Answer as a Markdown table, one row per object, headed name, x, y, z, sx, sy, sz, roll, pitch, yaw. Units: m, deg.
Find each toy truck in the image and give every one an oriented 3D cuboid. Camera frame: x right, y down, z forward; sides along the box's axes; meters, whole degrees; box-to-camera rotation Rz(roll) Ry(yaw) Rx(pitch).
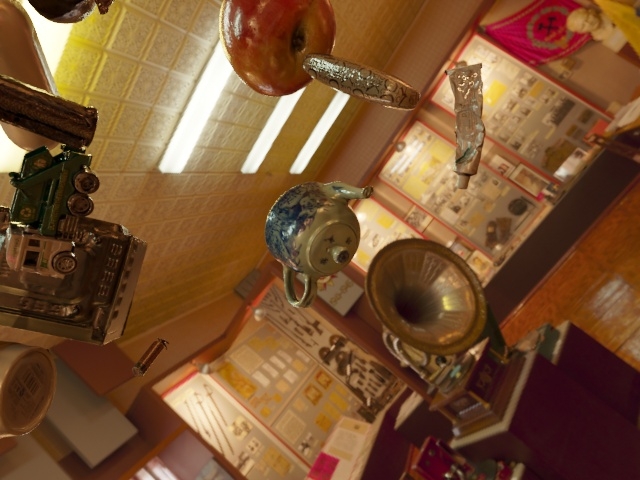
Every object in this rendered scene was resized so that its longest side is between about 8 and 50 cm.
| name | x | y | z | sx | sy | sz | roll | pitch | yaw |
| --- | --- | --- | --- | --- | --- | --- | --- | --- | --- |
| toy truck | -0.447 | -0.052 | 0.702 | 0.116 | 0.110 | 0.216 | 13 | -79 | -39 |

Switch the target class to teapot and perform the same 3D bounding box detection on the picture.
| name | x | y | z | sx | sy | sz | roll | pitch | yaw |
| --- | --- | --- | --- | --- | --- | --- | --- | --- | --- |
| teapot | 0.000 | 0.000 | 0.701 | 0.232 | 0.158 | 0.159 | -63 | -13 | 11 |

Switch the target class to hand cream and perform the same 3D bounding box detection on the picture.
| name | x | y | z | sx | sy | sz | roll | pitch | yaw |
| --- | --- | --- | --- | --- | --- | --- | --- | --- | --- |
| hand cream | 0.308 | -0.234 | 0.909 | 0.050 | 0.084 | 0.257 | -20 | -67 | -34 |

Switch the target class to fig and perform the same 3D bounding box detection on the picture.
| name | x | y | z | sx | sy | sz | roll | pitch | yaw |
| --- | --- | --- | --- | --- | --- | --- | --- | --- | --- |
| fig | -0.593 | -0.596 | 1.014 | 0.145 | 0.274 | 0.170 | -23 | -49 | -46 |

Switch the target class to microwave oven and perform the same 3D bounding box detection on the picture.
| name | x | y | z | sx | sy | sz | roll | pitch | yaw |
| --- | --- | --- | --- | --- | --- | --- | --- | --- | --- |
| microwave oven | -0.624 | 0.072 | 0.987 | 0.218 | 0.354 | 0.287 | 155 | 129 | -77 |

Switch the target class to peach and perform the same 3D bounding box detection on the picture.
| name | x | y | z | sx | sy | sz | roll | pitch | yaw |
| --- | --- | --- | --- | --- | --- | --- | --- | --- | --- |
| peach | -0.144 | -0.661 | 1.356 | 0.388 | 0.388 | 0.388 | -49 | -11 | -13 |

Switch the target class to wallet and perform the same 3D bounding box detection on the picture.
| name | x | y | z | sx | sy | sz | roll | pitch | yaw |
| --- | --- | --- | --- | --- | --- | --- | --- | --- | --- |
| wallet | -0.472 | -0.213 | 0.649 | 0.220 | 0.262 | 0.072 | 15 | -81 | -38 |

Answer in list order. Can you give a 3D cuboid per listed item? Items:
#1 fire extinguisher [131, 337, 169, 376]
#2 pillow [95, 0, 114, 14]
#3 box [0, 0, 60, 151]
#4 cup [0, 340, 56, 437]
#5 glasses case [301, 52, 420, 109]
| name | x | y | z | sx | sy | sz | roll | pitch | yaw |
| --- | --- | --- | --- | --- | --- | --- | --- | --- | --- |
| fire extinguisher | -0.290 | 0.199 | 0.741 | 0.022 | 0.028 | 0.083 | -26 | 19 | 25 |
| pillow | -0.291 | -0.442 | 0.640 | 0.184 | 0.118 | 0.043 | -30 | 9 | 13 |
| box | -0.742 | -0.408 | 1.051 | 0.141 | 0.289 | 0.349 | -16 | -52 | -20 |
| cup | -0.601 | 0.268 | 0.757 | 0.241 | 0.225 | 0.186 | 87 | -177 | -59 |
| glasses case | 0.099 | -0.421 | 1.133 | 0.137 | 0.354 | 0.085 | -5 | -58 | -51 |
